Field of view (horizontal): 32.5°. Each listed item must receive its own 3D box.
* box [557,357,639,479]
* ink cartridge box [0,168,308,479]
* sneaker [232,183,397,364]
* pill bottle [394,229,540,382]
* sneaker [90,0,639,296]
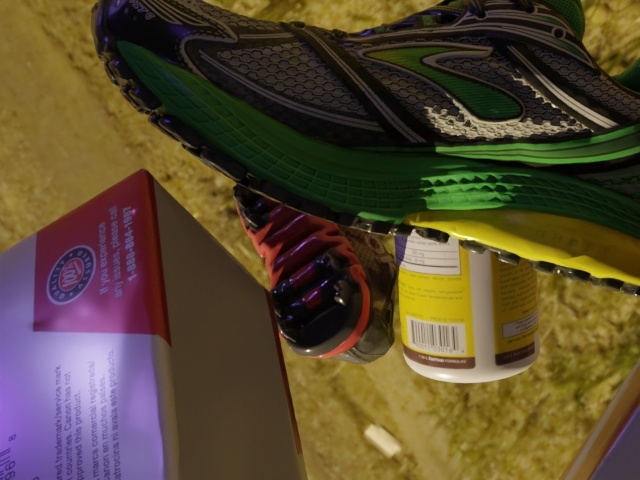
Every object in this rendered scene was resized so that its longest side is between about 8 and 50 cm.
[{"bbox_3d":[0.188,0.185,0.561,0.168,0.345,0.215,34,-179,14],"label":"box"},{"bbox_3d":[-0.149,0.125,0.486,0.272,0.197,0.114,-28,134,14],"label":"ink cartridge box"},{"bbox_3d":[0.000,0.000,1.002,0.097,0.276,0.135,-33,141,19],"label":"sneaker"},{"bbox_3d":[0.120,0.001,0.913,0.117,0.117,0.215,6,108,39],"label":"pill bottle"},{"bbox_3d":[0.050,-0.079,0.581,0.134,0.343,0.146,-138,62,-70],"label":"sneaker"}]
